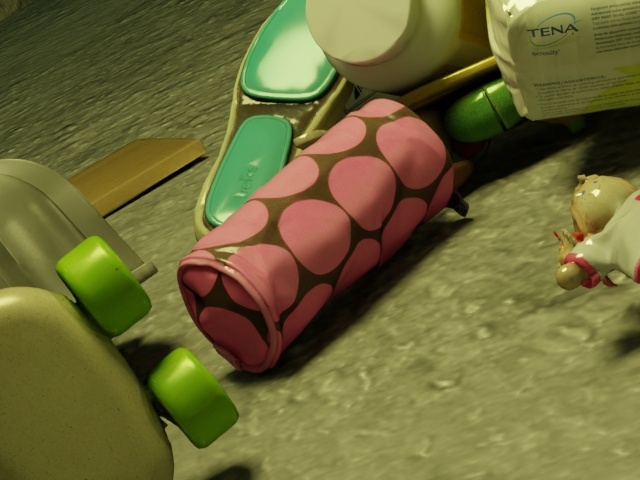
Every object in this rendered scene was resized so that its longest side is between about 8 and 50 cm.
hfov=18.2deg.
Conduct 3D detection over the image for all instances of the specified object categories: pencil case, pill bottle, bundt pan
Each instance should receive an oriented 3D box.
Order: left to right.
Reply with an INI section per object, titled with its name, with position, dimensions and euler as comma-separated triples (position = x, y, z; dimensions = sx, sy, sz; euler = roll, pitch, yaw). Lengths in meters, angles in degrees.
[bundt pan]
position = -0.273, 0.059, 1.280
dimensions = 0.331, 0.124, 0.331
euler = -34, 2, 1
[pencil case]
position = 0.000, 0.000, 1.246
dimensions = 0.095, 0.098, 0.209
euler = 34, 48, 20
[pill bottle]
position = 0.058, -0.151, 1.378
dimensions = 0.103, 0.103, 0.184
euler = -21, -8, 20

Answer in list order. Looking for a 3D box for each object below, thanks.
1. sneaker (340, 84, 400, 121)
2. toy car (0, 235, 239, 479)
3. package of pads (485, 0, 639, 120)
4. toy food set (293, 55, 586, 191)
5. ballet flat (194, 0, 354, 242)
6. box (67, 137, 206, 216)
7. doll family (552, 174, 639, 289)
[sneaker]
position = 0.098, -0.159, 1.542
dimensions = 0.210, 0.137, 0.366
euler = -38, 14, -33
[toy car]
position = -0.150, 0.094, 1.108
dimensions = 0.155, 0.149, 0.188
euler = -38, 5, -9
[package of pads]
position = 0.219, -0.209, 1.302
dimensions = 0.229, 0.101, 0.296
euler = -9, 39, 10
[toy food set]
position = 0.102, -0.072, 1.380
dimensions = 0.218, 0.071, 0.128
euler = -23, -9, 5
[ballet flat]
position = -0.027, -0.080, 1.451
dimensions = 0.086, 0.086, 0.248
euler = -10, 47, 47
[box]
position = -0.221, -0.040, 1.878
dimensions = 0.201, 0.021, 0.164
euler = -32, 16, -22
[doll family]
position = 0.236, -0.042, 1.000
dimensions = 0.263, 0.118, 0.163
euler = -47, 25, -7
